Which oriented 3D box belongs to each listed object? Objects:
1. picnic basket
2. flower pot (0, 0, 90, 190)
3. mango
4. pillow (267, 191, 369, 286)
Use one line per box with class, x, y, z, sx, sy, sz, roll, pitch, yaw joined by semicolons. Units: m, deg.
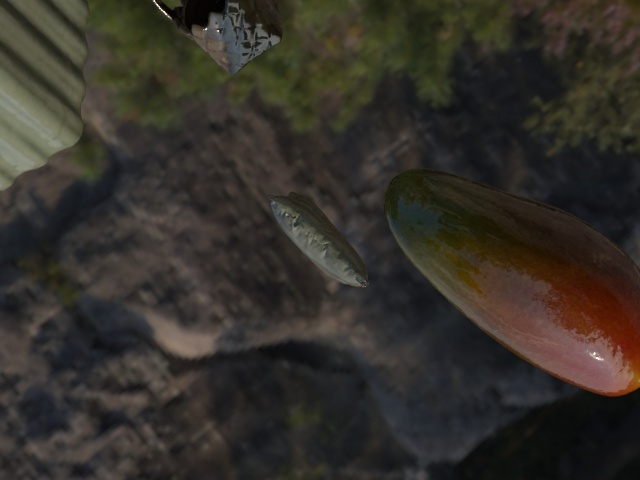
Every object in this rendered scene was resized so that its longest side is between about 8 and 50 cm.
picnic basket;-0.136;-0.311;1.971;0.178;0.128;0.137;36;-154;-31
flower pot;-0.244;-0.128;0.803;0.209;0.239;0.189;59;-175;19
mango;0.186;0.034;1.421;0.289;0.146;0.129;27;135;-11
pillow;0.000;0.000;1.832;0.148;0.050;0.230;40;-177;1
